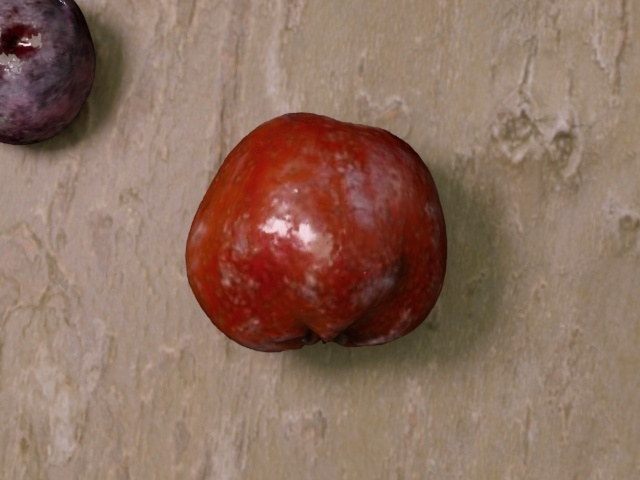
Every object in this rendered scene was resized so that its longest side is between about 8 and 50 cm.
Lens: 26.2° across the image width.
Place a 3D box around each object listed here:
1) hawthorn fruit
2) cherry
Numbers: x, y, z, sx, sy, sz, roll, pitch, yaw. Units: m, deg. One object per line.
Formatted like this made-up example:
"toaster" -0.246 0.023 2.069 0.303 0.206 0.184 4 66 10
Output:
"hawthorn fruit" 0.000 0.000 1.515 0.284 0.284 0.284 0 84 1
"cherry" -0.345 -0.206 1.566 0.195 0.195 0.195 0 84 1
